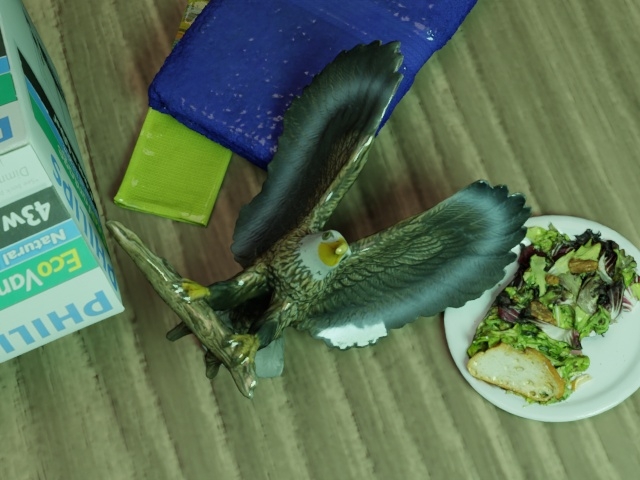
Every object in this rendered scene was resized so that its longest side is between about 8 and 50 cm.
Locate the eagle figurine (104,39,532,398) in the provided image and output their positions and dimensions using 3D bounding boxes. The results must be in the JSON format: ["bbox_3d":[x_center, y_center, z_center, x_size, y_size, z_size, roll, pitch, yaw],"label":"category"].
[{"bbox_3d":[0.006,0.002,1.333,0.298,0.226,0.225,-39,38,-20],"label":"eagle figurine"}]

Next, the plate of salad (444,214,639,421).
[{"bbox_3d":[0.210,0.064,1.371,0.199,0.048,0.200,-4,66,8],"label":"plate of salad"}]

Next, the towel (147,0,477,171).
[{"bbox_3d":[0.002,-0.201,1.505,0.227,0.076,0.308,30,72,18],"label":"towel"}]

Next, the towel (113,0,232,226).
[{"bbox_3d":[-0.123,-0.132,1.525,0.102,0.021,0.237,13,69,15],"label":"towel"}]

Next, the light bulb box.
[{"bbox_3d":[-0.405,-0.057,1.376,0.357,0.225,0.361,-23,46,-1],"label":"light bulb box"}]
